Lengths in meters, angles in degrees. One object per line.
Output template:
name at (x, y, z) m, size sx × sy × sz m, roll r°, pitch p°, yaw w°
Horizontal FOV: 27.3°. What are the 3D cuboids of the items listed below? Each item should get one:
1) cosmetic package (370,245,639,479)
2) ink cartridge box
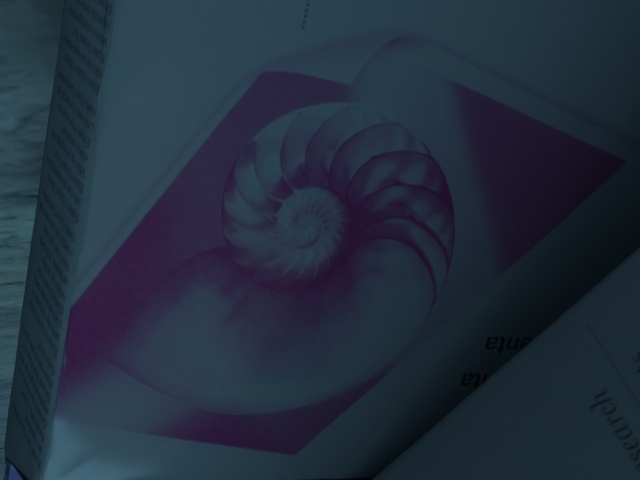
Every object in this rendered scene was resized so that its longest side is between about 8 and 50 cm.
cosmetic package at (0.175, 0.123, 0.495) m, size 0.230 × 0.161 × 0.453 m, roll 28°, pitch 116°, yaw -40°
ink cartridge box at (0.050, 0.018, 0.528) m, size 0.324 × 0.330 × 0.071 m, roll 2°, pitch -159°, yaw -25°
